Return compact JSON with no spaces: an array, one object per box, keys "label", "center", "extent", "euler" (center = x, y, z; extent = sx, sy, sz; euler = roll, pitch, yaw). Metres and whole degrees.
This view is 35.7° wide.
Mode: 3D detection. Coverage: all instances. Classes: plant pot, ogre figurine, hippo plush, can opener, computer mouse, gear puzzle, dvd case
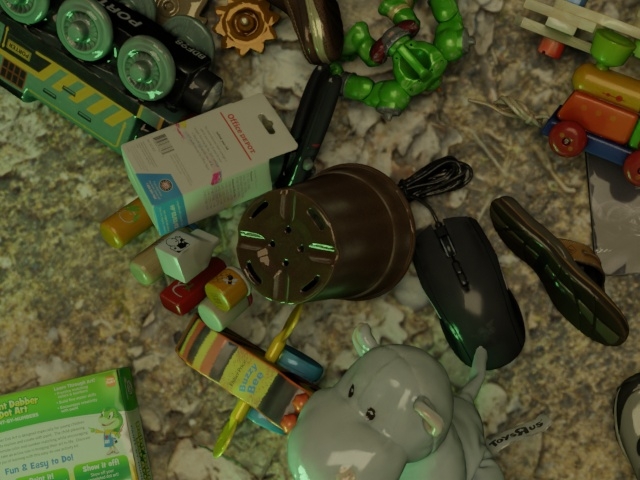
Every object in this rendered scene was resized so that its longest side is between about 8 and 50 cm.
[{"label":"plant pot","center":[0.000,0.000,1.121],"extent":[0.167,0.165,0.167],"euler":[4,99,28]},{"label":"ogre figurine","center":[0.096,-0.226,1.191],"extent":[0.197,0.097,0.118],"euler":[-35,69,-6]},{"label":"hippo plush","center":[0.100,0.220,0.980],"extent":[0.294,0.236,0.234],"euler":[-37,53,-6]},{"label":"can opener","center":[-0.019,-0.124,1.183],"extent":[0.059,0.073,0.186],"euler":[49,129,24]},{"label":"computer mouse","center":[0.126,0.040,1.182],"extent":[0.184,0.060,0.262],"euler":[-19,83,6]},{"label":"gear puzzle","center":[-0.192,-0.347,1.276],"extent":[0.339,0.044,0.175],"euler":[32,91,8]},{"label":"dvd case","center":[0.428,-0.047,1.161],"extent":[0.221,0.018,0.164],"euler":[-4,85,9]}]

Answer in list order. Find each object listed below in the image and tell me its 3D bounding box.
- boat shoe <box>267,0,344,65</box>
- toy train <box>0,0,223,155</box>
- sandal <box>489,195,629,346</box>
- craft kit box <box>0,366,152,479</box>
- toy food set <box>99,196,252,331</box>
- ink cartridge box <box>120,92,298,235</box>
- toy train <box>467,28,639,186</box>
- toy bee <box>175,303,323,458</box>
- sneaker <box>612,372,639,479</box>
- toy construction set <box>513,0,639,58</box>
[{"label":"boat shoe","center":[-0.039,-0.311,1.209],"extent":[0.095,0.095,0.257],"euler":[-18,60,14]},{"label":"toy train","center":[-0.277,-0.224,1.220],"extent":[0.334,0.142,0.190],"euler":[32,126,5]},{"label":"sandal","center":[0.285,0.027,1.157],"extent":[0.060,0.090,0.219],"euler":[-35,73,-17]},{"label":"craft kit box","center":[-0.336,0.304,1.240],"extent":[0.250,0.061,0.246],"euler":[-13,86,8]},{"label":"toy food set","center":[-0.145,0.020,1.183],"extent":[0.232,0.111,0.104],"euler":[22,50,39]},{"label":"ink cartridge box","center":[-0.126,-0.091,1.157],"extent":[0.181,0.061,0.104],"euler":[-23,57,-15]},{"label":"toy train","center":[0.298,-0.172,1.107],"extent":[0.248,0.105,0.143],"euler":[24,121,13]},{"label":"toy bee","center":[-0.042,0.166,1.149],"extent":[0.298,0.162,0.195],"euler":[8,85,10]},{"label":"sneaker","center":[0.402,0.276,1.096],"extent":[0.100,0.108,0.271],"euler":[-19,82,9]},{"label":"toy construction set","center":[0.367,-0.327,1.098],"extent":[0.215,0.151,0.327],"euler":[13,122,-27]}]
